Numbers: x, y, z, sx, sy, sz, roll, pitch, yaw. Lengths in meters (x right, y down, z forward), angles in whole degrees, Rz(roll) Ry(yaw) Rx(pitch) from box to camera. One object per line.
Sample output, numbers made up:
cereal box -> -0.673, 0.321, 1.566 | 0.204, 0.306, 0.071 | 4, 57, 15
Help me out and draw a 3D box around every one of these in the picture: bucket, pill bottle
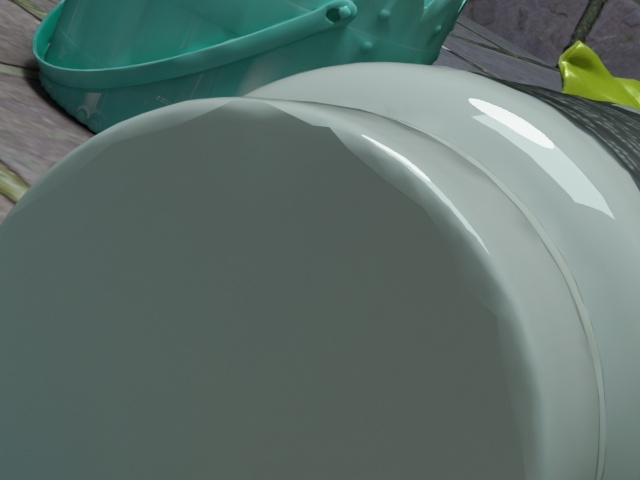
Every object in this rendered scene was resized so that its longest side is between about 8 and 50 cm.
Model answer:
bucket -> -0.051, -0.147, 1.230 | 0.281, 0.183, 0.281 | 24, 13, -6
pill bottle -> 0.046, 0.045, 0.616 | 0.204, 0.204, 0.361 | 31, 12, 19

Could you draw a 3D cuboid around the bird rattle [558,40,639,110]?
bird rattle -> 0.206, -0.030, 1.229 | 0.253, 0.207, 0.143 | 10, 55, -53
